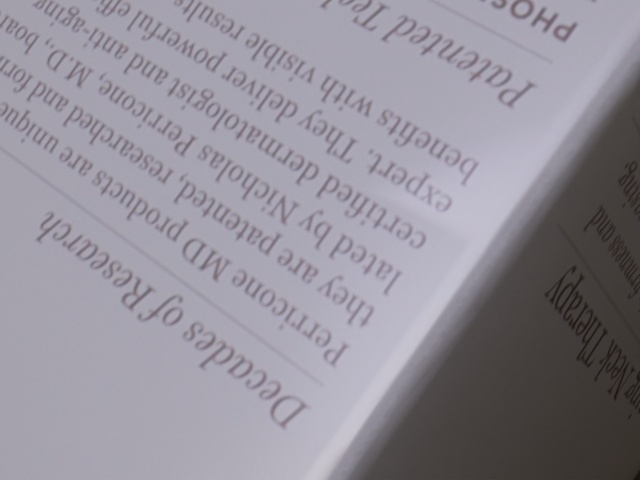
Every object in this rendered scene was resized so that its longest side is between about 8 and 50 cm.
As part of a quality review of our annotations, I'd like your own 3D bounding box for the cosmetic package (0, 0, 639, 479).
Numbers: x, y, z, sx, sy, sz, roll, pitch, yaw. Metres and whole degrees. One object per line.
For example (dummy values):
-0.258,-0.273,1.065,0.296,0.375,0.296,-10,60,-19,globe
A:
0.000,0.000,0.705,0.327,0.329,0.394,33,86,31,cosmetic package
